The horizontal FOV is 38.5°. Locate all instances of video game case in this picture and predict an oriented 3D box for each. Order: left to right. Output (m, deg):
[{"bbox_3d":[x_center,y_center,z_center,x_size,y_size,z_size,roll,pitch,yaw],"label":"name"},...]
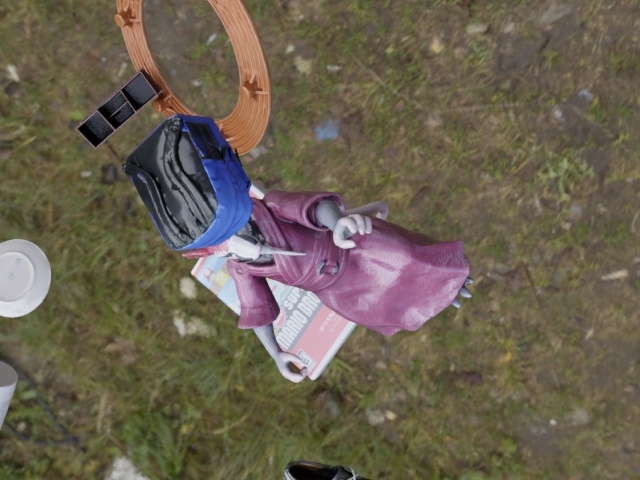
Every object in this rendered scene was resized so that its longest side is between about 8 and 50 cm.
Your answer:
[{"bbox_3d":[-0.062,0.065,1.515,0.285,0.025,0.204,40,113,14],"label":"video game case"}]

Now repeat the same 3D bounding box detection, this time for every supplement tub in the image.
[{"bbox_3d":[-0.418,0.204,1.116,0.071,0.071,0.107,26,106,11],"label":"supplement tub"}]

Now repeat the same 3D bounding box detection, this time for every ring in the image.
[{"bbox_3d":[-0.193,-0.268,1.300,0.337,0.032,0.336,32,140,31],"label":"ring"}]

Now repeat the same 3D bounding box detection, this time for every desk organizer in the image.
[{"bbox_3d":[-0.302,-0.197,1.376,0.130,0.050,0.047,-40,105,8],"label":"desk organizer"}]

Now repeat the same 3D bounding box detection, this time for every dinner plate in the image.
[{"bbox_3d":[-0.551,0.067,1.642,0.141,0.017,0.141,-2,80,9],"label":"dinner plate"}]

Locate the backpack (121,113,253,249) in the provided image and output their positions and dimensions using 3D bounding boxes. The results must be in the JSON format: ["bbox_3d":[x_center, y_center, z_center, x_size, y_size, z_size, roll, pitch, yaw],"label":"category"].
[{"bbox_3d":[-0.119,-0.054,0.918,0.098,0.101,0.120,-40,67,34],"label":"backpack"}]

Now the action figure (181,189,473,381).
[{"bbox_3d":[0.000,0.000,1.101,0.370,0.275,0.248,17,125,-34],"label":"action figure"}]

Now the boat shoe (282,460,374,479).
[{"bbox_3d":[0.043,0.465,1.718,0.233,0.084,0.079,10,123,6],"label":"boat shoe"}]
